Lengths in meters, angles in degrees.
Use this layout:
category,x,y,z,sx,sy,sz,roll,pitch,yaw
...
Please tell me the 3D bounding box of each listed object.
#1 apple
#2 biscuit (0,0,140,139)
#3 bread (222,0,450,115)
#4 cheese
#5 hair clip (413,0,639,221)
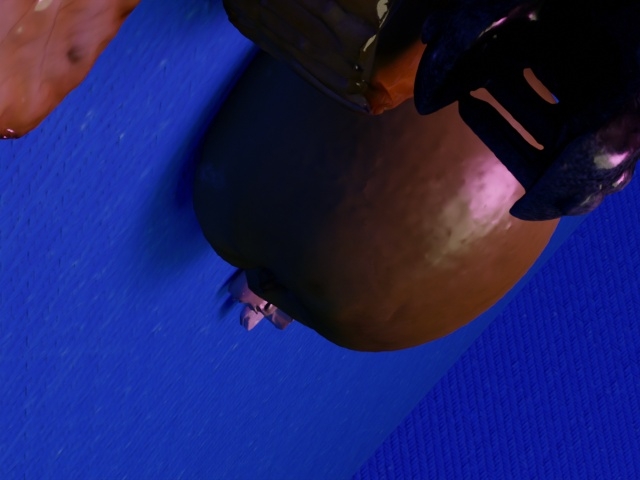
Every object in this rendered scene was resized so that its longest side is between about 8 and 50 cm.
category,x,y,z,sx,sy,sz,roll,pitch,yaw
apple,0.061,-0.042,1.411,0.258,0.233,0.295,-53,167,-9
biscuit,-0.133,-0.141,0.915,0.203,0.041,0.260,-46,167,-37
bread,0.053,-0.209,1.146,0.253,0.142,0.227,-49,169,0
cheese,0.001,0.001,1.734,0.235,0.050,0.127,-48,164,-20
hair clip,0.203,-0.137,1.145,0.206,0.194,0.310,-50,171,33
